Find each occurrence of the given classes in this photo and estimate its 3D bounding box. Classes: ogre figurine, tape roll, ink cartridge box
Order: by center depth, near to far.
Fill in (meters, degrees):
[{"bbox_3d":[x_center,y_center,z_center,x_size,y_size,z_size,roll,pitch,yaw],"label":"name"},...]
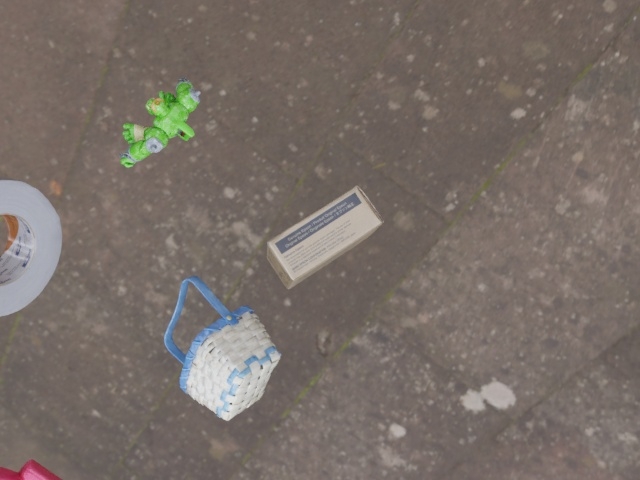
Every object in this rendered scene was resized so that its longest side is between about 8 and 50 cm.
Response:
[{"bbox_3d":[-0.512,0.007,1.227,0.072,0.219,0.219,16,127,32],"label":"tape roll"},{"bbox_3d":[-0.281,-0.218,1.438,0.118,0.197,0.096,6,128,57],"label":"ogre figurine"},{"bbox_3d":[0.000,0.000,1.479,0.088,0.193,0.234,56,171,4],"label":"ink cartridge box"}]

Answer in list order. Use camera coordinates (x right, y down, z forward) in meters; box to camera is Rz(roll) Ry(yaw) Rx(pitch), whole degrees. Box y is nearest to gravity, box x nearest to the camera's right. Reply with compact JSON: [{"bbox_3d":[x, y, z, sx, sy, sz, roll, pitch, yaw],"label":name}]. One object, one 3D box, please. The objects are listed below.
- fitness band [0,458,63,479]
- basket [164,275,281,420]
[{"bbox_3d":[-0.374,0.414,1.089,0.054,0.209,0.291,-45,108,6],"label":"fitness band"},{"bbox_3d":[-0.246,0.253,1.847,0.289,0.201,0.254,40,133,17],"label":"basket"}]
